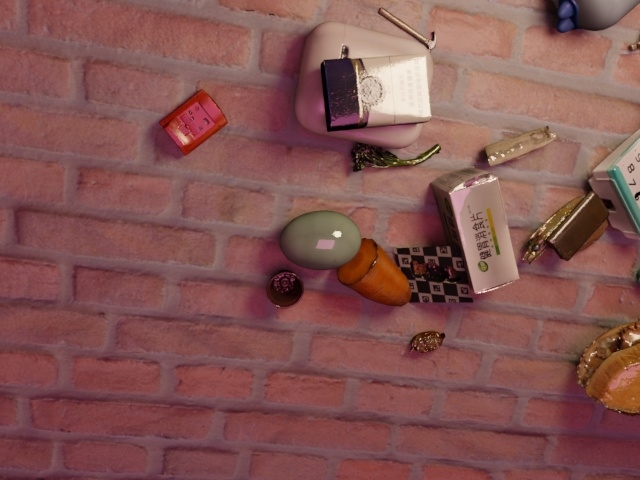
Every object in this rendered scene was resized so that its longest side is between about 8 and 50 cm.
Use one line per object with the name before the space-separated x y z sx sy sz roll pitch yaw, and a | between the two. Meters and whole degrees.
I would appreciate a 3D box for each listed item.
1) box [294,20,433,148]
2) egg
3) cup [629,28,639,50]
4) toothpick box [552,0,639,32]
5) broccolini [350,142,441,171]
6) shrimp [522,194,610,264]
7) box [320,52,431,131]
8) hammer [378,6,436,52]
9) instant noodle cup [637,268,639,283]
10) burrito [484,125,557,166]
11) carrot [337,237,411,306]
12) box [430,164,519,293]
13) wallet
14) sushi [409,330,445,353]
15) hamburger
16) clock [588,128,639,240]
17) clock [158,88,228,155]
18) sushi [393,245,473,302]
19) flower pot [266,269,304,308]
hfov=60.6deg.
box | 0.116 -0.402 1.434 0.348 0.141 0.289 10 94 -9
egg | 0.000 0.000 1.537 0.230 0.168 0.168 -3 106 0
cup | 0.925 -0.565 1.514 0.102 0.099 0.074 -3 106 -6
toothpick box | 0.746 -0.692 1.399 0.354 0.263 0.263 -43 106 7
broccolini | 0.213 -0.268 1.552 0.271 0.062 0.123 -8 112 -11
shrimp | 0.748 -0.016 1.664 0.317 0.077 0.168 -36 107 -2
box | 0.133 -0.359 1.333 0.259 0.071 0.168 -8 96 -10
hammer | 0.237 -0.574 1.478 0.182 0.017 0.062 30 100 -13
instant noodle cup | 1.100 0.104 1.742 0.179 0.070 0.157 32 102 -14
burrito | 0.566 -0.268 1.571 0.225 0.087 0.061 -20 116 -4
carrot | 0.181 0.111 1.613 0.225 0.159 0.159 34 100 -24
box | 0.443 -0.038 1.572 0.145 0.173 0.333 -19 107 -2
wallet | 0.755 -0.040 1.607 0.198 0.031 0.110 -47 116 -2
sushi | 0.334 0.323 1.727 0.120 0.055 0.052 -8 113 -2
hamburger | 1.040 0.372 1.708 0.444 0.268 0.287 8 107 -4
clock | 0.934 -0.168 1.615 0.231 0.116 0.262 -41 108 -14
clock | -0.338 -0.316 1.466 0.155 0.061 0.113 -37 106 3
sushi | 0.342 0.092 1.630 0.215 0.050 0.192 -3 115 38
flower pot | -0.105 0.132 1.604 0.111 0.089 0.111 -2 105 -7
